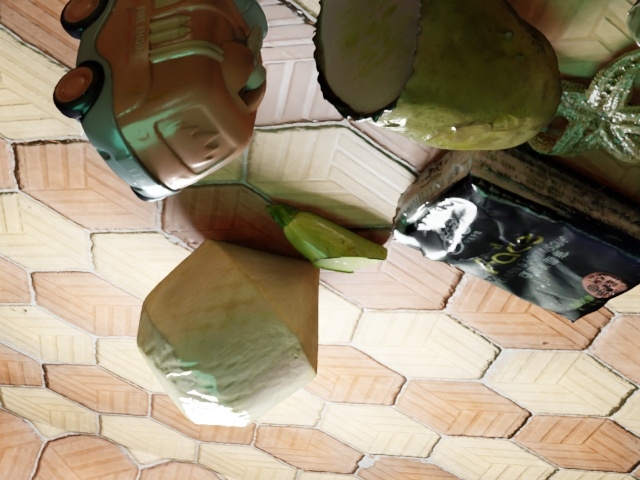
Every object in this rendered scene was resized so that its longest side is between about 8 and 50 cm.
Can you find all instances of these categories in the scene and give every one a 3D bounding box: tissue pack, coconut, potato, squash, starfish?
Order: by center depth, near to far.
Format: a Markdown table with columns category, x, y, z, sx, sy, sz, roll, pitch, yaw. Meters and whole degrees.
| category | x | y | z | sx | sy | sz | roll | pitch | yaw |
| --- | --- | --- | --- | --- | --- | --- | --- | --- | --- |
| potato | 0.151 | -0.198 | 1.369 | 0.266 | 0.229 | 0.229 | 17 | 154 | -35 |
| starfish | 0.352 | -0.160 | 1.472 | 0.277 | 0.062 | 0.236 | 32 | 141 | -18 |
| tissue pack | 0.285 | -0.009 | 1.671 | 0.332 | 0.123 | 0.245 | 25 | 146 | -15 |
| squash | 0.000 | 0.003 | 1.869 | 0.200 | 0.075 | 0.090 | 26 | 174 | -15 |
| coconut | -0.132 | 0.136 | 1.973 | 0.329 | 0.329 | 0.329 | 12 | 150 | 7 |

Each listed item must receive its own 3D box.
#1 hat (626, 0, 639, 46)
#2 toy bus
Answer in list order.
| category | x | y | z | sx | sy | sz | roll | pitch | yaw |
| --- | --- | --- | --- | --- | --- | --- | --- | --- | --- |
| hat | 0.430 | -0.250 | 1.279 | 0.173 | 0.144 | 0.166 | -40 | 130 | 2 |
| toy bus | -0.172 | -0.201 | 1.435 | 0.232 | 0.288 | 0.194 | -19 | 139 | 21 |
